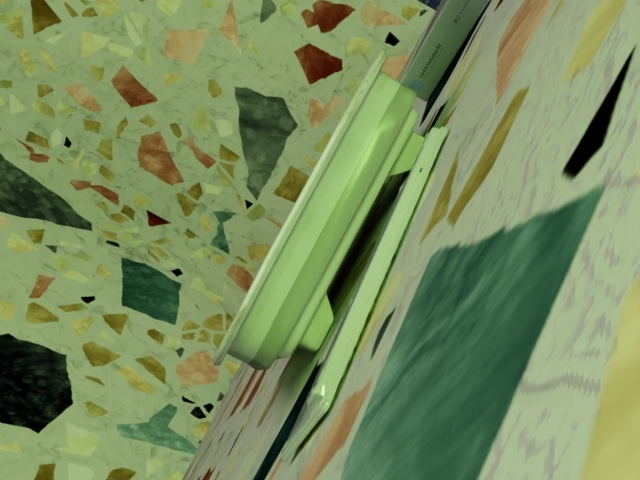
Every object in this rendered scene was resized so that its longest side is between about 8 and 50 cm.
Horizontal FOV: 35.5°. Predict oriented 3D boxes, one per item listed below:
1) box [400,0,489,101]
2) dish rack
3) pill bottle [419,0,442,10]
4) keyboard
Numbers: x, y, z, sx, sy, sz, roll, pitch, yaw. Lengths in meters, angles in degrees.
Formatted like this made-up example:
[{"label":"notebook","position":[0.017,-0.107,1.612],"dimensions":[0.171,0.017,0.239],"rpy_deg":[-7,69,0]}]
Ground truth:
[{"label":"box","position":[0.152,-0.256,1.069],"dimensions":[0.145,0.038,0.186],"rpy_deg":[-59,2,47]},{"label":"dish rack","position":[0.000,0.000,0.903],"dimensions":[0.285,0.072,0.333],"rpy_deg":[-63,2,-9]},{"label":"pill bottle","position":[0.107,-0.376,1.236],"dimensions":[0.123,0.219,0.123],"rpy_deg":[-61,2,4]},{"label":"keyboard","position":[0.032,0.024,0.637],"dimensions":[0.072,0.014,0.256],"rpy_deg":[113,-177,-48]}]
